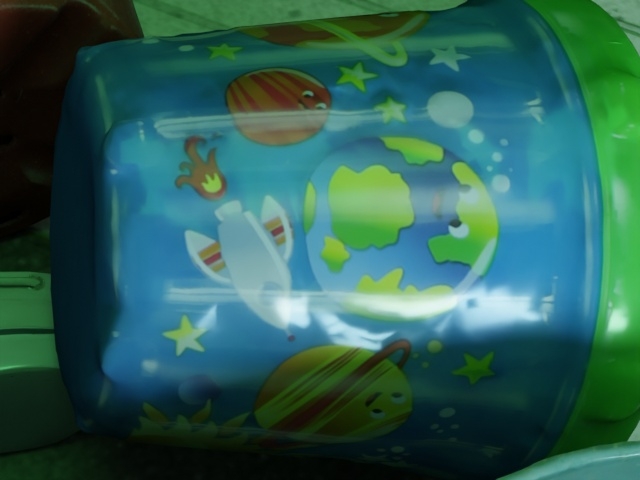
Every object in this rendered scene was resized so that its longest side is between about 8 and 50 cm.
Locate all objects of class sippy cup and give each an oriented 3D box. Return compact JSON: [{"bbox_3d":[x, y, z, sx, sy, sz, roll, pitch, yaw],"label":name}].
[{"bbox_3d":[0.000,0.000,0.614,0.224,0.240,0.305,-1,57,-18],"label":"sippy cup"}]

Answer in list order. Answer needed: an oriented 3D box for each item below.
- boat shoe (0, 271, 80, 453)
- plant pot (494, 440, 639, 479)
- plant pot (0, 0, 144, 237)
[{"bbox_3d":[-0.236,0.058,0.652,0.258,0.095,0.084,1,47,-21],"label":"boat shoe"},{"bbox_3d":[0.124,0.246,0.479,0.293,0.196,0.293,4,51,-5],"label":"plant pot"},{"bbox_3d":[-0.222,-0.152,0.718,0.272,0.272,0.265,-16,64,-20],"label":"plant pot"}]
